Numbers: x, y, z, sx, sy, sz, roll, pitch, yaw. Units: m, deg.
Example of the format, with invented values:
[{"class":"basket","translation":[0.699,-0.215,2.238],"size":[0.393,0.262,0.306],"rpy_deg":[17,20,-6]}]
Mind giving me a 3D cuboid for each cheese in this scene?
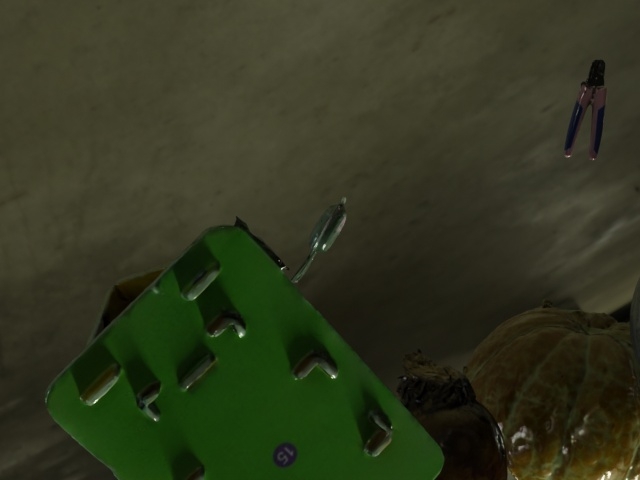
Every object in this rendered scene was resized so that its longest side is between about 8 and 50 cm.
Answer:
[{"class":"cheese","translation":[0.000,0.000,1.342],"size":[0.121,0.026,0.067],"rpy_deg":[-59,172,3]}]

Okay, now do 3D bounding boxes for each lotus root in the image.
[{"class":"lotus root","translation":[0.132,0.291,1.291],"size":[0.169,0.314,0.141],"rpy_deg":[0,-174,-6]}]

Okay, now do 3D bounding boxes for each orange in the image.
[{"class":"orange","translation":[0.367,0.232,1.626],"size":[0.329,0.329,0.249],"rpy_deg":[-7,113,-55]}]

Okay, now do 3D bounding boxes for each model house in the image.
[{"class":"model house","translation":[-0.142,0.174,1.011],"size":[0.340,0.300,0.323],"rpy_deg":[-45,-159,-8]}]

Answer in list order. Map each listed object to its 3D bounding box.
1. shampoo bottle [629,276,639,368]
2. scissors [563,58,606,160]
[{"class":"shampoo bottle","translation":[0.506,0.094,1.263],"size":[0.273,0.273,0.266],"rpy_deg":[-27,177,-11]},{"class":"scissors","translation":[0.297,-0.145,1.233],"size":[0.039,0.113,0.012],"rpy_deg":[7,-160,2]}]
